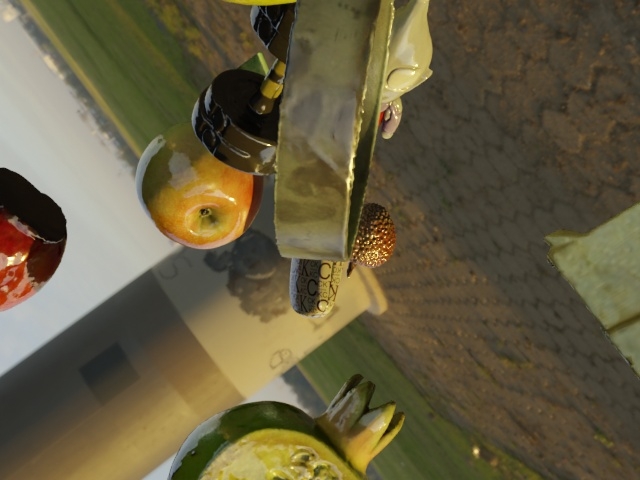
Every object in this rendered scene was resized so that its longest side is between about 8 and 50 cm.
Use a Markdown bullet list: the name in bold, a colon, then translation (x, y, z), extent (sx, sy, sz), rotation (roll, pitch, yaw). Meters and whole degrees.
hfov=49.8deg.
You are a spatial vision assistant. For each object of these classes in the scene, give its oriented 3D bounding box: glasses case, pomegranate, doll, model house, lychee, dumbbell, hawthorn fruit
- **glasses case**: translation (0.000, 0.000, 1.574), extent (0.085, 0.354, 0.137), rotation (10, 177, -32)
- **pomegranate**: translation (-0.041, 0.337, 0.966), extent (0.310, 0.358, 0.216), rotation (45, 167, -7)
- **doll**: translation (0.081, -0.213, 0.845), extent (0.102, 0.075, 0.227), rotation (27, 133, -5)
- **model house**: translation (0.480, 0.071, 0.862), extent (0.321, 0.266, 0.261), rotation (58, -162, 19)
- **lychee**: translation (0.106, -0.001, 1.715), extent (0.165, 0.197, 0.165), rotation (24, -172, -3)
- **dumbbell**: translation (-0.062, -0.252, 1.038), extent (0.185, 0.185, 0.388), rotation (51, 132, 13)
- **hawthorn fruit**: translation (-0.492, 0.022, 1.021), extent (0.189, 0.251, 0.189), rotation (30, 172, 4)

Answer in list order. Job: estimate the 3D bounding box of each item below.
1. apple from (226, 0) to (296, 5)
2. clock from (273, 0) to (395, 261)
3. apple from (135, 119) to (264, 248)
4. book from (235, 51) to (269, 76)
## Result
- **apple**: translation (-0.071, -0.407, 0.691), extent (0.339, 0.339, 0.339), rotation (52, 172, 10)
- **clock**: translation (0.015, -0.092, 0.426), extent (0.042, 0.215, 0.215), rotation (9, 164, 6)
- **apple**: translation (-0.290, -0.128, 1.671), extent (0.277, 0.319, 0.319), rotation (-91, -25, -51)
- **book**: translation (-0.114, -0.260, 1.260), extent (0.103, 0.017, 0.135), rotation (-19, 95, 47)
